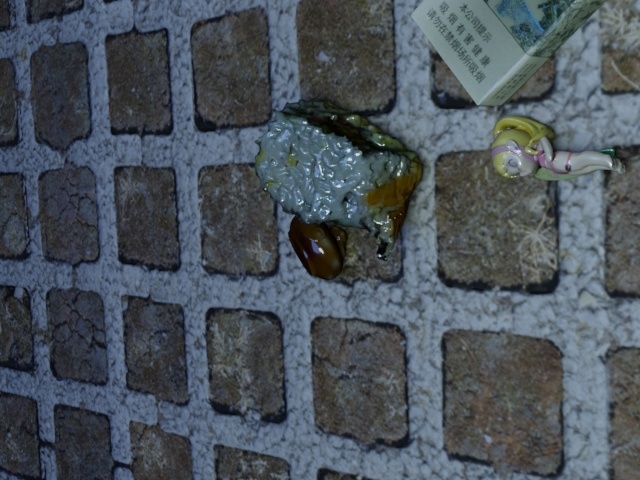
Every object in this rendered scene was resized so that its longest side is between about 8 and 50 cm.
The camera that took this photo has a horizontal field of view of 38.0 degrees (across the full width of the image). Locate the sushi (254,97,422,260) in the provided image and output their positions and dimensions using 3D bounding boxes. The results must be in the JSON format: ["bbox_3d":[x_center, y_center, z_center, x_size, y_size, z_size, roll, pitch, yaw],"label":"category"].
[{"bbox_3d":[0.031,-0.099,1.301,0.274,0.184,0.140,34,117,32],"label":"sushi"}]

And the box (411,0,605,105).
[{"bbox_3d":[0.251,-0.314,1.161,0.256,0.069,0.164,-47,66,34],"label":"box"}]

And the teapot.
[{"bbox_3d":[0.000,0.000,1.419,0.129,0.078,0.098,55,167,39],"label":"teapot"}]

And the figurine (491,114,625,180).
[{"bbox_3d":[0.289,-0.111,1.156,0.187,0.083,0.083,13,103,46],"label":"figurine"}]
